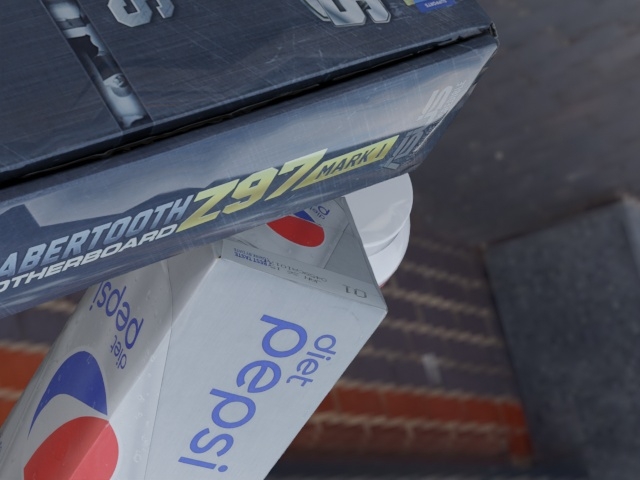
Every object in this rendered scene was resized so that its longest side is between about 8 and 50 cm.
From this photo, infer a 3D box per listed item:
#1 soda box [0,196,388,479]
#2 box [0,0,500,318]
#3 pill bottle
[{"bbox_3d":[-0.088,0.094,0.939,0.098,0.091,0.286,19,122,-29],"label":"soda box"},{"bbox_3d":[-0.096,-0.094,0.443,0.183,0.233,0.059,-20,154,-36],"label":"box"},{"bbox_3d":[0.000,0.000,1.307,0.108,0.108,0.193,-11,163,-17],"label":"pill bottle"}]
